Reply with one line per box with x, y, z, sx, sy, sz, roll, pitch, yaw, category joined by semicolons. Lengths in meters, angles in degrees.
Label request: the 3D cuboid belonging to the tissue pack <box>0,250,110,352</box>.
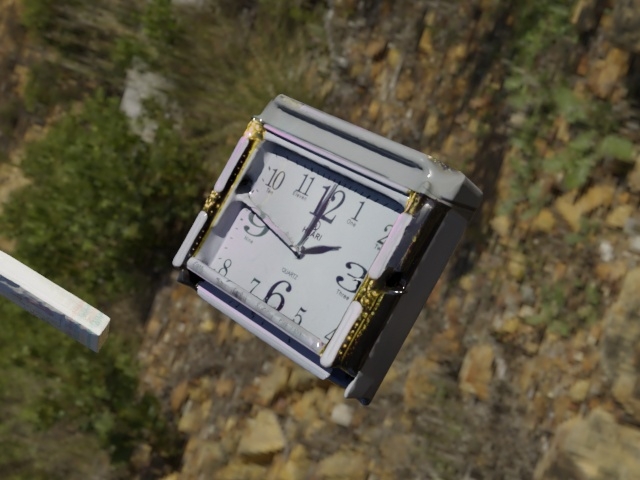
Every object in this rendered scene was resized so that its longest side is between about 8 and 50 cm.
-0.225;0.052;0.989;0.023;0.108;0.056;-58;0;-25;tissue pack

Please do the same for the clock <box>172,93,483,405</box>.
0.000;0.000;0.949;0.083;0.253;0.186;29;-90;-44;clock
